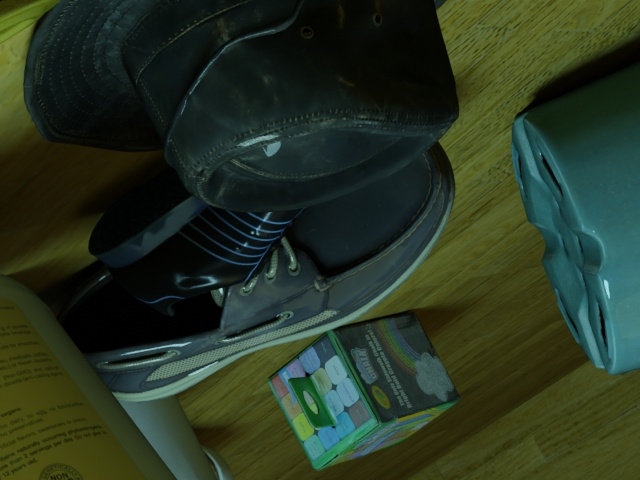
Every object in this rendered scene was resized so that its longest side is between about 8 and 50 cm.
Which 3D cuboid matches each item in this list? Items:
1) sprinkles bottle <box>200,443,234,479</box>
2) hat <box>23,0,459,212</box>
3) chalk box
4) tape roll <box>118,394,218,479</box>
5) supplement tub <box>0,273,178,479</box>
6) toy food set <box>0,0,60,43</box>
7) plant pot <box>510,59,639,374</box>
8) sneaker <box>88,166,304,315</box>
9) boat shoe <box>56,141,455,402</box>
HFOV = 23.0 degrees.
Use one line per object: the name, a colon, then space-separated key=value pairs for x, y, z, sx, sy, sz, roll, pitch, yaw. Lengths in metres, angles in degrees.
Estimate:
sprinkles bottle: x=-0.214 y=0.291 z=1.833 sx=0.121 sy=0.121 sz=0.355 roll=-31 pitch=164 yaw=10
hat: x=-0.004 y=-0.099 z=0.948 sx=0.331 sy=0.134 sz=0.331 roll=-26 pitch=163 yaw=-8
chalk box: x=0.038 y=0.185 z=1.904 sx=0.213 sy=0.132 sz=0.132 roll=-9 pitch=155 yaw=-47
tape roll: x=-0.235 y=0.231 z=1.526 sx=0.246 sy=0.169 sz=0.246 roll=-26 pitch=163 yaw=-8
supplement tub: x=-0.224 y=0.169 z=0.980 sx=0.241 sy=0.331 sz=0.241 roll=-33 pitch=154 yaw=-18
toy food set: x=-0.196 y=-0.110 z=0.734 sx=0.218 sy=0.071 sz=0.128 roll=-28 pitch=-172 yaw=5
plant pot: x=0.371 y=-0.047 z=1.433 sx=0.334 sy=0.341 sz=0.341 roll=-20 pitch=164 yaw=-2
sneaker: x=-0.053 y=-0.024 z=1.138 sx=0.232 sy=0.081 sz=0.090 roll=-27 pitch=127 yaw=22
boat shoe: x=-0.055 y=0.024 z=1.250 sx=0.355 sy=0.132 sz=0.130 roll=-33 pitch=164 yaw=11
